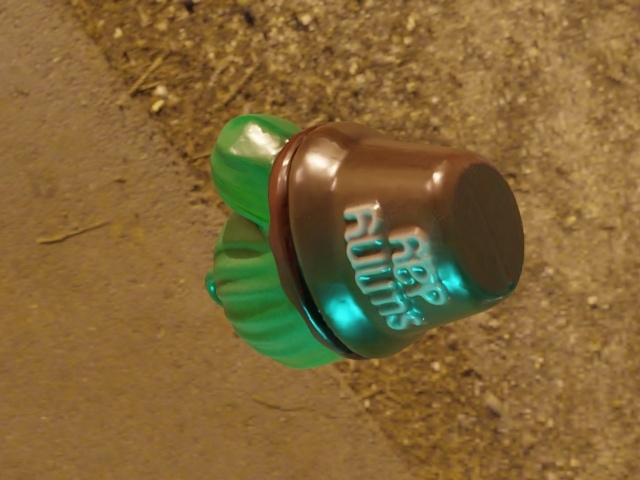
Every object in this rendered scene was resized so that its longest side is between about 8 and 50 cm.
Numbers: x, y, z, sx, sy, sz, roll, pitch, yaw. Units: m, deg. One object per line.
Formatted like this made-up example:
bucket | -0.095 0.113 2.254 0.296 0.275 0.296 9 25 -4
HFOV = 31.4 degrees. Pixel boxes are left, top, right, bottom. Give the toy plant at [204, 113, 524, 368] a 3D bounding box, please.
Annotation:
toy plant | 0.000 0.000 0.570 0.105 0.200 0.143 -47 119 -42
